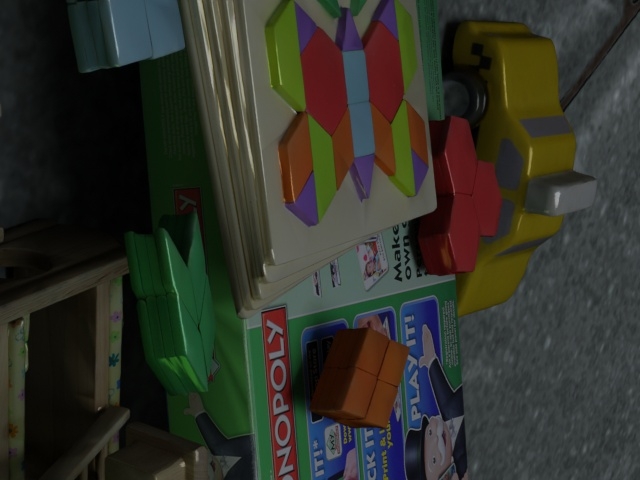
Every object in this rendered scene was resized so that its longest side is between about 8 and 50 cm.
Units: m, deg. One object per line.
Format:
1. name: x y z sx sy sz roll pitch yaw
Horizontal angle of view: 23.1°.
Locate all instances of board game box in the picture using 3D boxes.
1. board game box: 0.000 0.000 0.730 0.213 0.046 0.317 -8 95 -60

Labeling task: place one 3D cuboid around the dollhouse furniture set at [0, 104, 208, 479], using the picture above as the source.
1. dollhouse furniture set: -0.079 0.038 0.606 0.101 0.161 0.182 -24 124 -51

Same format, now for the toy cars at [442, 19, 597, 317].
1. toy cars: 0.069 0.047 0.911 0.394 0.087 0.176 -59 145 -22

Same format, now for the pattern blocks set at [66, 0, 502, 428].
1. pattern blocks set: 0.004 -0.060 0.652 0.325 0.026 0.285 -46 127 -56
